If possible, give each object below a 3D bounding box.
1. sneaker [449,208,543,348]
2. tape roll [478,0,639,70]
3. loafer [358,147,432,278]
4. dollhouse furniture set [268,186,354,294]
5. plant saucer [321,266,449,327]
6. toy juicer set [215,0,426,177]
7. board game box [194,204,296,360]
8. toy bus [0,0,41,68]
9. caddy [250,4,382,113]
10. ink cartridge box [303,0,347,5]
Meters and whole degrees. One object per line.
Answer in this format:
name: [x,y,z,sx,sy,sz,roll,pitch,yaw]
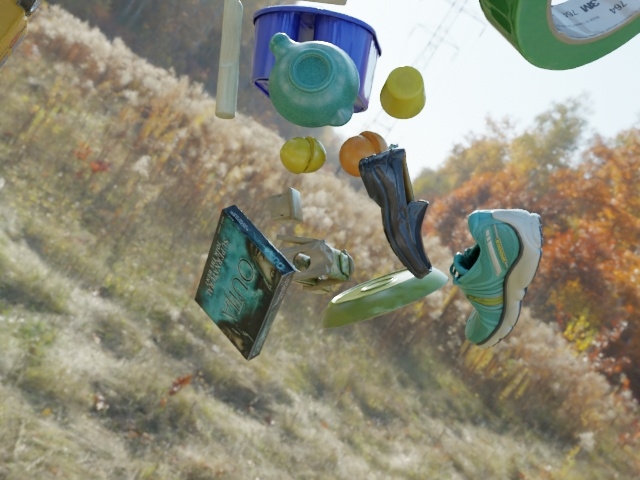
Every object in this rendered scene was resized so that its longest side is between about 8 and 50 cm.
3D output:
sneaker: [0.241,0.051,1.056,0.110,0.275,0.107,9,47,7]
tape roll: [0.334,-0.346,0.834,0.321,0.321,0.077,25,26,-56]
loafer: [0.107,-0.034,0.915,0.170,0.061,0.062,65,18,-5]
dollhouse furniture set: [0.000,0.000,1.292,0.101,0.160,0.182,-13,-14,19]
plant saucer: [0.108,0.092,1.291,0.241,0.241,0.037,-60,128,-85]
toy juicer set: [-0.027,-0.200,1.064,0.329,0.209,0.089,23,-9,7]
board game box: [-0.105,0.060,0.967,0.026,0.186,0.126,-25,61,-40]
toy bus: [-0.548,-0.295,1.119,0.108,0.332,0.130,33,-19,-14]
caddy: [-0.006,-0.371,1.454,0.241,0.179,0.341,7,0,10]
ink cartridge box: [-0.038,-0.375,0.686,0.171,0.168,0.232,5,-34,-5]
